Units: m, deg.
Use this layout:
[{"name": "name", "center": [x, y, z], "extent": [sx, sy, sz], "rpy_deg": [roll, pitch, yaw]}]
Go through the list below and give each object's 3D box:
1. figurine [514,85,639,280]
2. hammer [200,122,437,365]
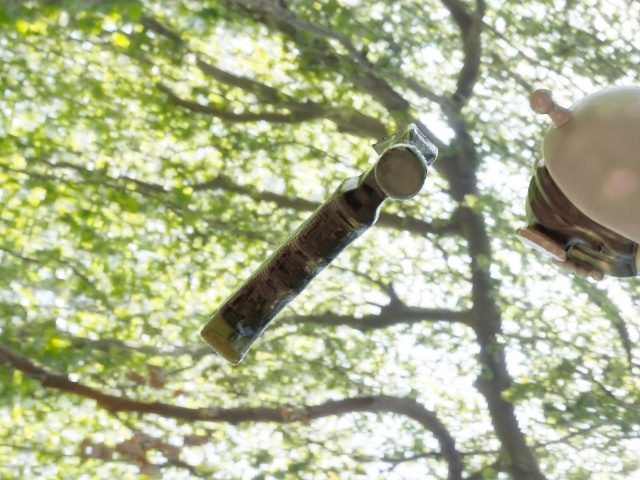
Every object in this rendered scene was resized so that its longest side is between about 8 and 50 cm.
[{"name": "figurine", "center": [0.406, -0.061, 1.131], "extent": [0.362, 0.253, 0.210], "rpy_deg": [5, -72, 16]}, {"name": "hammer", "center": [0.000, 0.000, 0.786], "extent": [0.226, 0.041, 0.159], "rpy_deg": [-45, -176, 13]}]
